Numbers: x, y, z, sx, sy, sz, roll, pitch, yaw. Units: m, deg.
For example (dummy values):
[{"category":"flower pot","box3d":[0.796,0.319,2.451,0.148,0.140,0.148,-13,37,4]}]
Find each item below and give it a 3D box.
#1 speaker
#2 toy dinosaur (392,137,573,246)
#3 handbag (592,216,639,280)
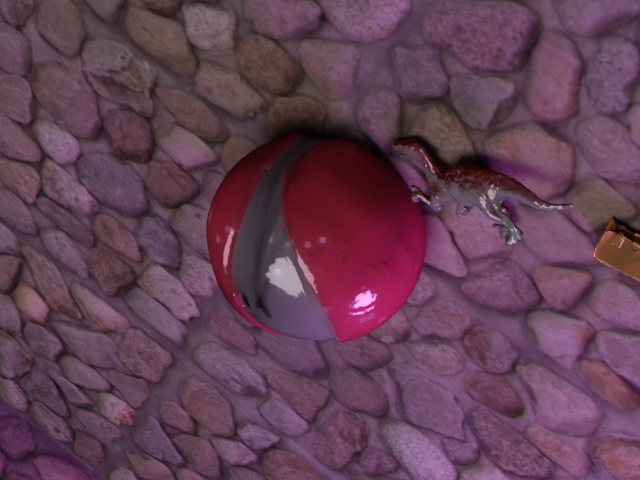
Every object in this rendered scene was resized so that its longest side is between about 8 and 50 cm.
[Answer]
[{"category":"speaker","box3d":[0.000,0.000,2.080,0.294,0.294,0.294,25,144,19]},{"category":"toy dinosaur","box3d":[0.202,-0.064,1.917,0.242,0.053,0.167,-4,122,56]},{"category":"handbag","box3d":[0.375,0.015,1.877,0.083,0.027,0.061,27,141,9]}]
